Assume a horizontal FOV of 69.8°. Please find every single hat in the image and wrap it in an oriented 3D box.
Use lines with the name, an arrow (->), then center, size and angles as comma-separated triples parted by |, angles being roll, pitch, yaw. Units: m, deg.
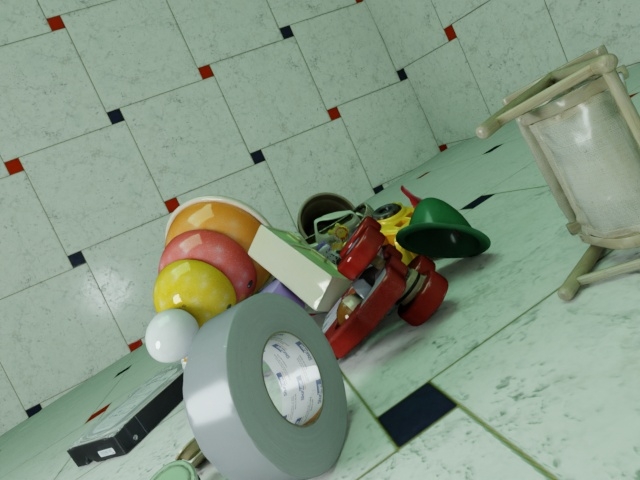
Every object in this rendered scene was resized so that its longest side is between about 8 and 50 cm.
hat -> 0.242, -0.076, 0.942 | 0.208, 0.184, 0.173 | 2, -23, 23

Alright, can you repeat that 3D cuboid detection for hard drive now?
hard drive -> -0.460, 0.433, 1.210 | 0.236, 0.064, 0.339 | -27, 7, 33

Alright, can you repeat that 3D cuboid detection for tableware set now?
tableware set -> -0.218, 0.344, 0.680 | 0.168, 0.020, 0.141 | -38, -21, -33

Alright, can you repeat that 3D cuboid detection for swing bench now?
swing bench -> 0.358, -0.104, 0.616 | 0.165, 0.253, 0.254 | -26, 9, 37

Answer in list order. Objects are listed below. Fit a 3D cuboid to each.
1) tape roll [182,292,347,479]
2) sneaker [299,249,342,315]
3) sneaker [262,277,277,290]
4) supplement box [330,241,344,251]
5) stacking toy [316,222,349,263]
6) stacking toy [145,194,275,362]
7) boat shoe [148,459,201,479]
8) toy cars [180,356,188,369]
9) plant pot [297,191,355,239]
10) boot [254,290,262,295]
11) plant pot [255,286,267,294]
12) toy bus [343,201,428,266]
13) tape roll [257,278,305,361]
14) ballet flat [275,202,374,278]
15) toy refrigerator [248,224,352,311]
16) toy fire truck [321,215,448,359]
tape roll -> -0.058, 0.177, 0.560 | 0.072, 0.219, 0.219 | -30, 6, 26
sneaker -> 0.006, 0.118, 1.273 | 0.118, 0.107, 0.279 | -33, 4, 37
sneaker -> -0.150, 0.128, 1.629 | 0.163, 0.086, 0.226 | -35, 45, -7
supplement box -> 0.058, 0.065, 1.545 | 0.078, 0.080, 0.233 | -33, 8, 8
stacking toy -> -0.020, 0.057, 1.240 | 0.221, 0.052, 0.167 | -41, 8, 25
stacking toy -> -0.315, 0.132, 1.190 | 0.350, 0.351, 0.480 | -28, 25, 25
boat shoe -> -0.234, 0.378, 0.552 | 0.081, 0.069, 0.227 | 22, 46, 37
toy cars -> -0.254, 0.243, 1.313 | 0.176, 0.087, 0.393 | -10, 8, 41
plant pot -> 0.019, -0.047, 2.005 | 0.263, 0.263, 0.229 | -33, -11, -19
boot -> -0.253, 0.247, 1.587 | 0.106, 0.082, 0.219 | -26, 9, 20
plant pot -> -0.371, 0.163, 1.845 | 0.341, 0.341, 0.334 | -28, -1, 30
toy bus -> 0.198, 0.012, 1.103 | 0.220, 0.150, 0.211 | -37, 24, -27
tape roll -> -0.164, 0.218, 1.087 | 0.275, 0.090, 0.275 | -44, 5, 5
ballet flat -> 0.000, 0.000, 1.766 | 0.482, 0.182, 0.164 | -31, 37, -1
toy refrigerator -> -0.046, 0.059, 1.091 | 0.102, 0.269, 0.094 | 14, -75, -49
toy fire truck -> 0.081, 0.111, 0.846 | 0.254, 0.169, 0.302 | -55, 1, 11
